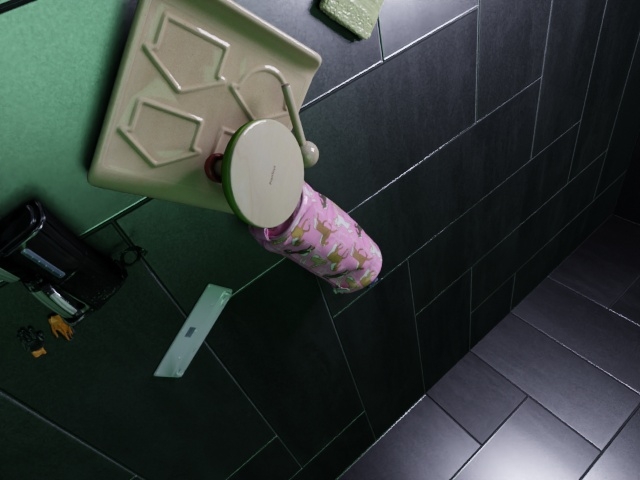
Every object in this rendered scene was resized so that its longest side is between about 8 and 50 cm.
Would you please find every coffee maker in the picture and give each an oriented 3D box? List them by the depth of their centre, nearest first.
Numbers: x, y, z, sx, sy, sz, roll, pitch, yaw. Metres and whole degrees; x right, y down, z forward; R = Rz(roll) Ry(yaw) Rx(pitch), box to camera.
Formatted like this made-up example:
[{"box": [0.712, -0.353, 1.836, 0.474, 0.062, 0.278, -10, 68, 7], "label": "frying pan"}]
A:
[{"box": [-0.417, 0.023, 0.682, 0.171, 0.120, 0.178, -61, 145, -27], "label": "coffee maker"}]

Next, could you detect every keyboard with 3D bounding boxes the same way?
[{"box": [-0.297, 0.214, 0.981, 0.072, 0.014, 0.256, 27, 98, -43], "label": "keyboard"}]

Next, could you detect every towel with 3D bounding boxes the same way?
[{"box": [0.067, -0.472, 0.824, 0.148, 0.027, 0.110, 5, 114, -45], "label": "towel"}]

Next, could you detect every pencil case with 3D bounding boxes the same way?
[{"box": [0.000, 0.000, 0.993, 0.160, 0.167, 0.386, -27, 143, 21], "label": "pencil case"}]

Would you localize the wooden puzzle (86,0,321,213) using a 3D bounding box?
[{"box": [-0.194, -0.222, 0.731, 0.322, 0.080, 0.348, 10, 115, -45], "label": "wooden puzzle"}]

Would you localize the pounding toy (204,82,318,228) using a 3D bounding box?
[{"box": [-0.115, -0.137, 0.749, 0.237, 0.110, 0.183, -59, 140, -29], "label": "pounding toy"}]

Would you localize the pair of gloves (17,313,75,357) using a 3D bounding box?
[{"box": [-0.501, 0.173, 0.770, 0.083, 0.010, 0.074, -26, 133, -23], "label": "pair of gloves"}]
